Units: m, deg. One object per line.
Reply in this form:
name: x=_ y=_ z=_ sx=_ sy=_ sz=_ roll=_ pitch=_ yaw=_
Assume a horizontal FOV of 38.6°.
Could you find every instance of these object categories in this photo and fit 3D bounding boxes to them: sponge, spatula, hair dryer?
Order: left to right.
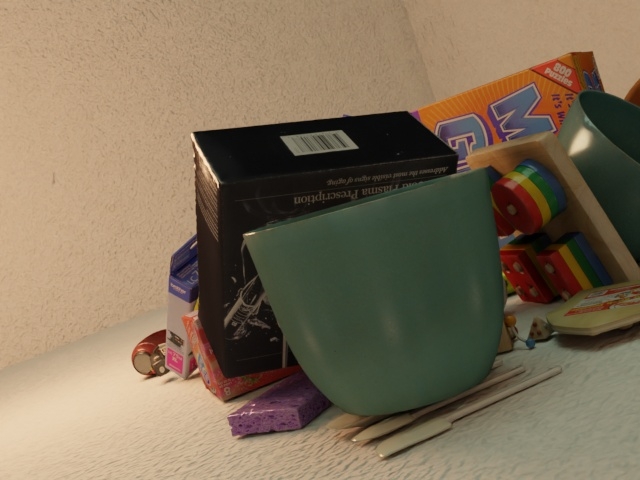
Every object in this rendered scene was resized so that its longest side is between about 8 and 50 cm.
hair dryer: x=-0.293 y=0.238 z=1.965 sx=0.223 sy=0.080 sz=0.293 roll=-11 pitch=11 yaw=-26
sponge: x=-0.024 y=0.211 z=1.261 sx=0.117 sy=0.031 sz=0.210 roll=-15 pitch=4 yaw=32
spatula: x=0.139 y=0.180 z=1.041 sx=0.242 sy=0.019 sz=0.168 roll=-20 pitch=4 yaw=-20

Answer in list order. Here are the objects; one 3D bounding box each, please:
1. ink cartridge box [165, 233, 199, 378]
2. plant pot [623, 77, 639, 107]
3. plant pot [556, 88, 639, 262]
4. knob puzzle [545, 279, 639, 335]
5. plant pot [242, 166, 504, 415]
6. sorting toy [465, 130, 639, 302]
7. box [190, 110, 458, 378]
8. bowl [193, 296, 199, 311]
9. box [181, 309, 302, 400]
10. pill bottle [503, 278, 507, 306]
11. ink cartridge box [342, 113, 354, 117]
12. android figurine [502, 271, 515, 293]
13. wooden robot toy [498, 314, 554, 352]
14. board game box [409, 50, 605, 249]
ink cartridge box: x=-0.213 y=0.101 z=1.736 sx=0.065 sy=0.311 sz=0.186 roll=27 pitch=45 yaw=20
plant pot: x=0.700 y=-0.178 z=1.634 sx=0.291 sy=0.291 sz=0.203 roll=-15 pitch=-11 yaw=39
plant pot: x=0.474 y=-0.075 z=1.445 sx=0.290 sy=0.290 sz=0.195 roll=-24 pitch=-29 yaw=-54
knob puzzle: x=0.369 y=0.089 z=1.127 sx=0.213 sy=0.030 sz=0.213 roll=-18 pitch=4 yaw=1
plant pot: x=0.082 y=0.065 z=1.071 sx=0.293 sy=0.235 sz=0.293 roll=-16 pitch=3 yaw=1
sorting toy: x=0.314 y=-0.018 z=1.348 sx=0.089 sy=0.255 sz=0.257 roll=-36 pitch=8 yaw=-12
box: x=0.000 y=0.000 z=1.333 sx=0.343 sy=0.312 sz=0.179 roll=-9 pitch=31 yaw=-18
bowl: x=-0.095 y=0.117 z=1.726 sx=0.156 sy=0.289 sz=0.289 roll=28 pitch=24 yaw=19
box: x=-0.066 y=0.145 z=1.549 sx=0.300 sy=0.142 sz=0.154 roll=-20 pitch=5 yaw=-17
pill bottle: x=0.210 y=0.085 z=1.441 sx=0.094 sy=0.094 sz=0.169 roll=-20 pitch=4 yaw=-23
ink cartridge box: x=0.035 y=-0.107 z=2.161 sx=0.270 sy=0.395 sz=0.151 roll=15 pitch=-24 yaw=19
android figurine: x=0.276 y=0.068 z=1.634 sx=0.273 sy=0.056 sz=0.248 roll=-19 pitch=4 yaw=-5
wooden robot toy: x=0.215 y=0.109 z=1.205 sx=0.173 sy=0.079 sz=0.076 roll=-17 pitch=5 yaw=20
board game box: x=0.419 y=-0.158 z=1.881 sx=0.356 sy=0.356 sz=0.356 roll=-17 pitch=4 yaw=25
